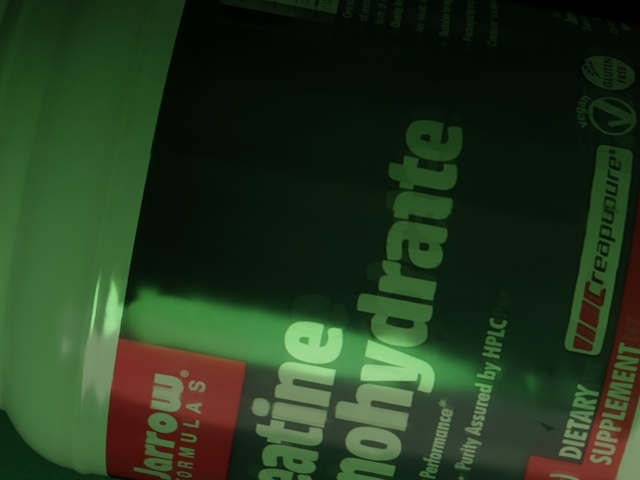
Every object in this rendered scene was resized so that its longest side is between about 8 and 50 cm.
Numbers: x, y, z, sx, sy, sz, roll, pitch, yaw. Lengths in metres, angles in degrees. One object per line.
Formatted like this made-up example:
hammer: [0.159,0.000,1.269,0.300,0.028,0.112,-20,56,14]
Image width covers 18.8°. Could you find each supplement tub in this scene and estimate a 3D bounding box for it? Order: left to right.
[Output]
supplement tub: [0.000,0.000,0.675,0.272,0.191,0.191,10,160,-1]

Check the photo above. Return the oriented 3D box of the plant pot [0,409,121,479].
plant pot: [-0.095,0.094,0.976,0.290,0.195,0.290,10,161,3]
